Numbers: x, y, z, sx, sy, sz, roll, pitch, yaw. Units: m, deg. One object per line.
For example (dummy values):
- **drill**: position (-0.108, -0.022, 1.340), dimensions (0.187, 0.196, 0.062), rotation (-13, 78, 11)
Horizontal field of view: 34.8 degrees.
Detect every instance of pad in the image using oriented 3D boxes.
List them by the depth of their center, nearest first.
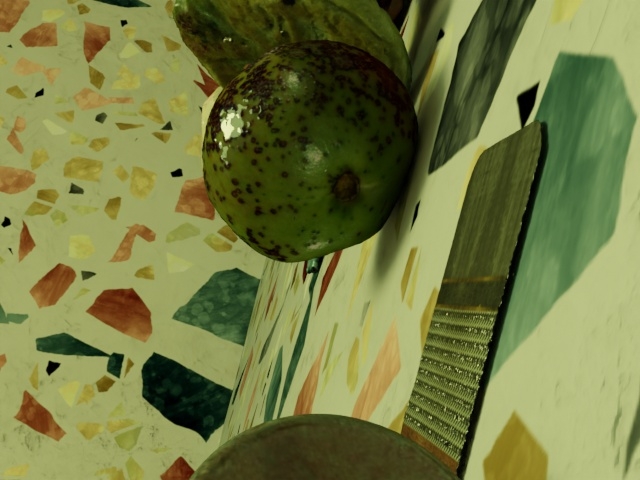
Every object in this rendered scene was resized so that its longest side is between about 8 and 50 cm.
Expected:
- **pad**: position (0.049, 0.053, 0.694), dimensions (0.323, 0.055, 0.250), rotation (4, 79, 67)

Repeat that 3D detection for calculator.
- **calculator**: position (0.000, 0.000, 1.546), dimensions (0.141, 0.019, 0.094), rotation (115, 166, -59)

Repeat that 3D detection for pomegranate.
- **pomegranate**: position (-0.022, -0.104, 0.985), dimensions (0.248, 0.214, 0.214), rotation (56, 136, 46)

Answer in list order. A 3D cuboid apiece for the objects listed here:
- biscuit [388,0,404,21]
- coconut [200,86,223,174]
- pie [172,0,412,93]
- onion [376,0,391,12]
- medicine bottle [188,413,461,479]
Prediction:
- **biscuit**: position (0.013, -0.313, 1.546), dimensions (0.343, 0.166, 0.395), rotation (-77, 5, -48)
- **coconut**: position (-0.047, -0.133, 1.338), dimensions (0.230, 0.227, 0.227), rotation (101, 180, -52)
- **pie**: position (-0.027, -0.196, 1.100), dimensions (0.079, 0.277, 0.277), rotation (-63, 1, -19)
- **onion**: position (0.016, -0.355, 1.143), dimensions (0.348, 0.347, 0.385), rotation (-101, -6, -78)
- **medicine bottle**: position (-0.030, 0.228, 0.499), dimensions (0.322, 0.151, 0.151), rotation (111, 172, -45)
